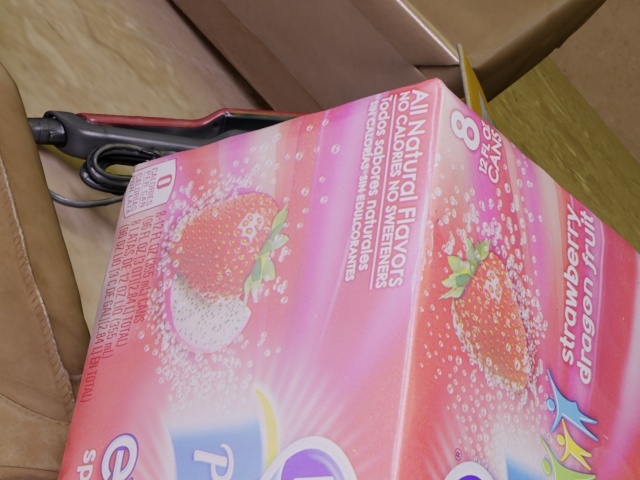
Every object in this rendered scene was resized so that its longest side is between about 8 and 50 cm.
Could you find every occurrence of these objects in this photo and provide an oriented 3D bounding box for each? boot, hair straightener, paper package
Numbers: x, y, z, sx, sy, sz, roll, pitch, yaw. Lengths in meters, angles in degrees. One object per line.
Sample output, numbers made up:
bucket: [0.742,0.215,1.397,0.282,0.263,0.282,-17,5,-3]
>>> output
boot: [-0.116,0.024,0.563,0.236,0.089,0.269,26,31,-51]
hair straightener: [-0.069,-0.046,0.719,0.230,0.047,0.089,7,31,-24]
paper package: [0.056,-0.248,1.073,0.309,0.168,0.325,46,47,5]

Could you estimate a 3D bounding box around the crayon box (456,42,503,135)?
crayon box: [0.110,0.051,0.840,0.323,0.083,0.203,52,29,-55]

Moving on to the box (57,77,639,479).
box: [0.007,0.122,0.412,0.154,0.142,0.300,34,55,-41]
